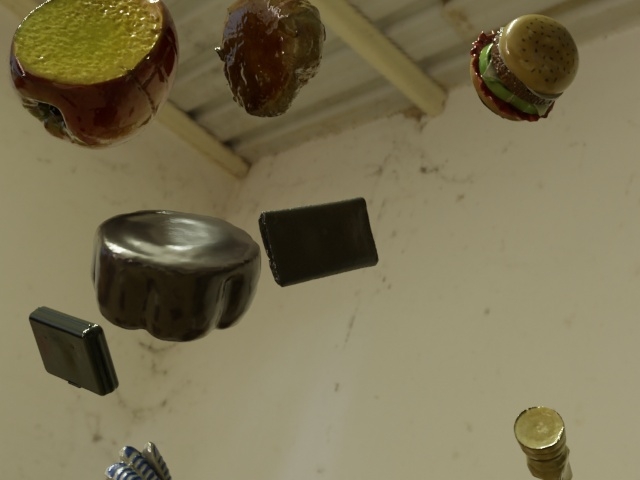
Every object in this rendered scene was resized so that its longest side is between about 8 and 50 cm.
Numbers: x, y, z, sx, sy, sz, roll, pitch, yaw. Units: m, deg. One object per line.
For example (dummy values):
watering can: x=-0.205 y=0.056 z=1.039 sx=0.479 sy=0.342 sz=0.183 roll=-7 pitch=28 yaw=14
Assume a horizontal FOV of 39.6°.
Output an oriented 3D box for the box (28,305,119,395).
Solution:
box: x=-0.519 y=0.229 z=1.863 sx=0.230 sy=0.050 sz=0.160 roll=10 pitch=-60 yaw=41

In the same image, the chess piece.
chess piece: x=0.405 y=0.388 z=1.572 sx=0.090 sy=0.090 sz=0.200 roll=1 pitch=-45 yaw=31

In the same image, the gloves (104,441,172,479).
gloves: x=-0.218 y=0.350 z=1.032 sx=0.097 sy=0.229 sz=0.119 roll=8 pitch=-17 yaw=-14

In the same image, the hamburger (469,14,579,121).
hamburger: x=0.334 y=-0.281 z=1.422 sx=0.175 sy=0.175 sz=0.137 roll=28 pitch=-29 yaw=-15

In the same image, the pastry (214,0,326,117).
pastry: x=-0.085 y=-0.318 z=1.478 sx=0.100 sy=0.229 sz=0.218 roll=-7 pitch=-37 yaw=-44

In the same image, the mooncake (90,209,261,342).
mooncake: x=-0.204 y=0.042 z=1.245 sx=0.244 sy=0.245 sz=0.133 roll=16 pitch=-66 yaw=7

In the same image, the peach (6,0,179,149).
peach: x=-0.355 y=-0.286 z=1.438 sx=0.248 sy=0.275 sz=0.245 roll=43 pitch=-17 yaw=-7

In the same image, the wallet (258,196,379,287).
wallet: x=0.000 y=0.000 z=2.026 sx=0.321 sy=0.171 sz=0.044 roll=-11 pitch=-3 yaw=-42
